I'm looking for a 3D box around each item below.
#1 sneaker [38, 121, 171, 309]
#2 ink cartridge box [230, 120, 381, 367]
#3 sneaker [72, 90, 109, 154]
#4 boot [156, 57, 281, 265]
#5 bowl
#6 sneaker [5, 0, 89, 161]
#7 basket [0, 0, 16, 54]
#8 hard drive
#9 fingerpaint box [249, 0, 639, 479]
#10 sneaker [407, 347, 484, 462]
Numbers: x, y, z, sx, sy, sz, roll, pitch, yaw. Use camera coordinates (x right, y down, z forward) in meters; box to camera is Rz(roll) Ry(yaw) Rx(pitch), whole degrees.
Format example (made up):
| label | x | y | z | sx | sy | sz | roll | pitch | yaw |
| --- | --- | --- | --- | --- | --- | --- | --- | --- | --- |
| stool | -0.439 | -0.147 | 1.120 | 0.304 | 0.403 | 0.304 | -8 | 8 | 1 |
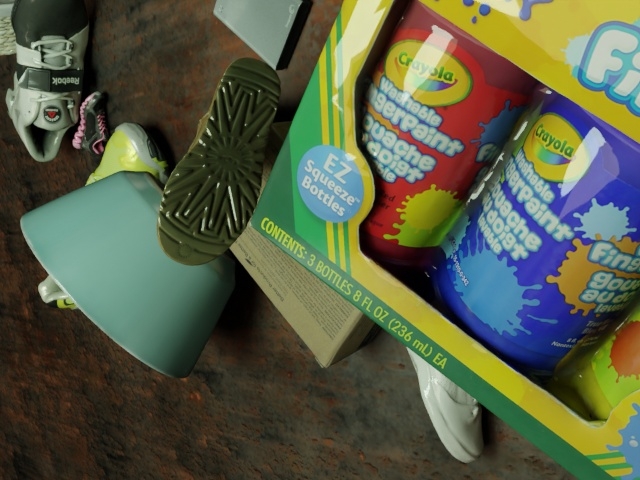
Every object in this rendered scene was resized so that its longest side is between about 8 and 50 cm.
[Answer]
| label | x | y | z | sx | sy | sz | roll | pitch | yaw |
| --- | --- | --- | --- | --- | --- | --- | --- | --- | --- |
| sneaker | -0.350 | -0.016 | 1.149 | 0.145 | 0.147 | 0.385 | 45 | 128 | 27 |
| ink cartridge box | 0.000 | 0.000 | 0.860 | 0.235 | 0.088 | 0.193 | 49 | 132 | 22 |
| sneaker | -0.376 | -0.195 | 1.199 | 0.057 | 0.047 | 0.119 | 32 | 127 | 6 |
| boot | -0.127 | -0.071 | 0.834 | 0.236 | 0.089 | 0.269 | -66 | 13 | -13 |
| bowl | -0.235 | 0.023 | 0.985 | 0.163 | 0.311 | 0.311 | -44 | 66 | -3 |
| sneaker | -0.435 | -0.263 | 1.162 | 0.146 | 0.122 | 0.330 | 64 | 145 | 26 |
| basket | -0.517 | -0.380 | 1.184 | 0.113 | 0.167 | 0.103 | 47 | 137 | 23 |
| hard drive | -0.075 | -0.290 | 0.887 | 0.135 | 0.022 | 0.094 | 46 | 129 | 24 |
| fingerpaint box | 0.208 | -0.043 | 0.530 | 0.444 | 0.163 | 0.371 | 38 | 127 | 13 |
| sneaker | 0.155 | 0.142 | 0.776 | 0.094 | 0.080 | 0.212 | -19 | 100 | 14 |
